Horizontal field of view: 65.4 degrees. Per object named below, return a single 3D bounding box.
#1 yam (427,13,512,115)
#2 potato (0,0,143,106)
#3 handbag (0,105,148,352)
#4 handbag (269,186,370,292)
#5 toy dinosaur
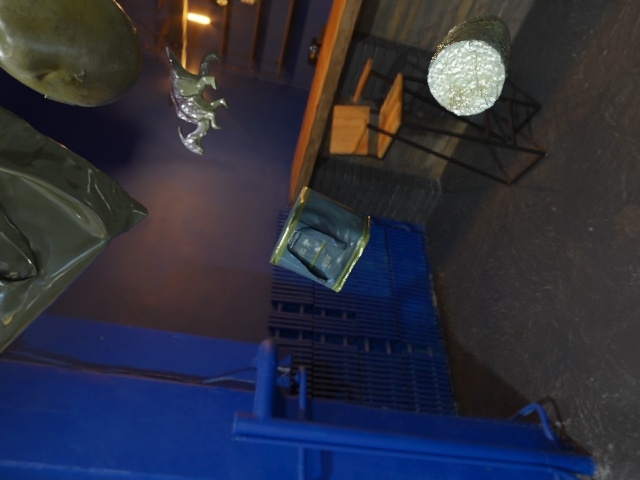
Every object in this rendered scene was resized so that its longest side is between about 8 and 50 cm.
[{"bbox_3d":[0.209,-0.248,0.686,0.183,0.107,0.107,-57,-11,-48],"label":"yam"},{"bbox_3d":[-0.375,-0.296,0.740,0.160,0.235,0.178,-31,81,39],"label":"potato"},{"bbox_3d":[-0.432,-0.005,0.671,0.316,0.253,0.109,-50,26,-12],"label":"handbag"},{"bbox_3d":[0.000,0.000,1.533,0.222,0.241,0.263,-75,9,-63],"label":"handbag"},{"bbox_3d":[-0.338,-0.388,1.359,0.077,0.162,0.294,1,-101,-73],"label":"toy dinosaur"}]
